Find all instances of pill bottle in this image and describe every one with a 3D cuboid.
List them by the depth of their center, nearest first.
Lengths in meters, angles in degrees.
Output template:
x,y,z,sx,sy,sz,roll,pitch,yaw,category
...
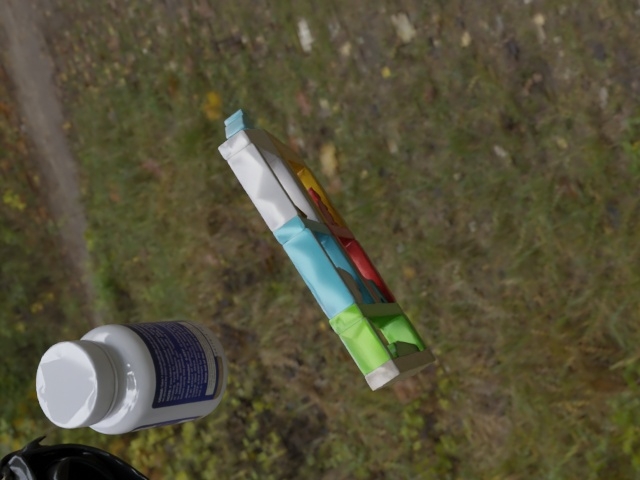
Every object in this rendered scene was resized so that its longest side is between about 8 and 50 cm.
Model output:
x,y,z,sx,sy,sz,roll,pitch,yaw,category
-0.192,0.140,1.131,0.112,0.186,0.112,-1,88,33,pill bottle

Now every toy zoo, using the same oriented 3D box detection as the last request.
x,y,z,sx,sy,sz,roll,pitch,yaw,category
0.000,0.000,1.013,0.293,0.030,0.192,57,-169,11,toy zoo

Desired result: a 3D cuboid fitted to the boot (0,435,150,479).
x,y,z,sx,sy,sz,roll,pitch,yaw,category
-0.147,0.104,0.440,0.198,0.077,0.137,25,130,-1,boot
